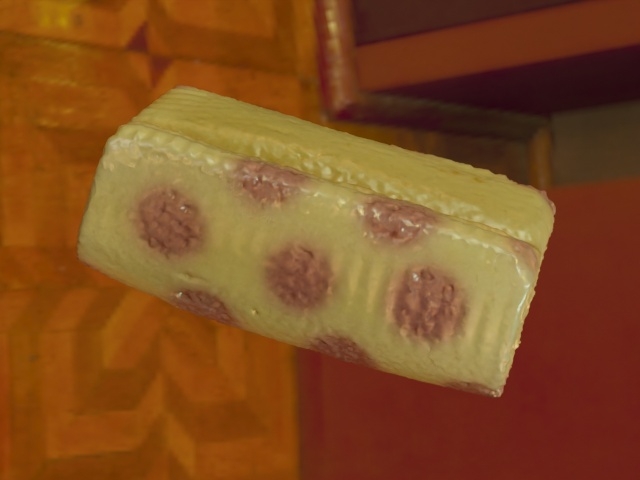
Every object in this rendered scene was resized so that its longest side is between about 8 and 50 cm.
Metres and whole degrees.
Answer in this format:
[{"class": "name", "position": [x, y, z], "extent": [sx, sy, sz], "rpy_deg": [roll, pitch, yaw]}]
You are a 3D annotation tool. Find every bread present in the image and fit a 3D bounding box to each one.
[{"class": "bread", "position": [0.000, 0.000, 1.271], "extent": [0.187, 0.338, 0.155], "rpy_deg": [-52, 158, -63]}]
